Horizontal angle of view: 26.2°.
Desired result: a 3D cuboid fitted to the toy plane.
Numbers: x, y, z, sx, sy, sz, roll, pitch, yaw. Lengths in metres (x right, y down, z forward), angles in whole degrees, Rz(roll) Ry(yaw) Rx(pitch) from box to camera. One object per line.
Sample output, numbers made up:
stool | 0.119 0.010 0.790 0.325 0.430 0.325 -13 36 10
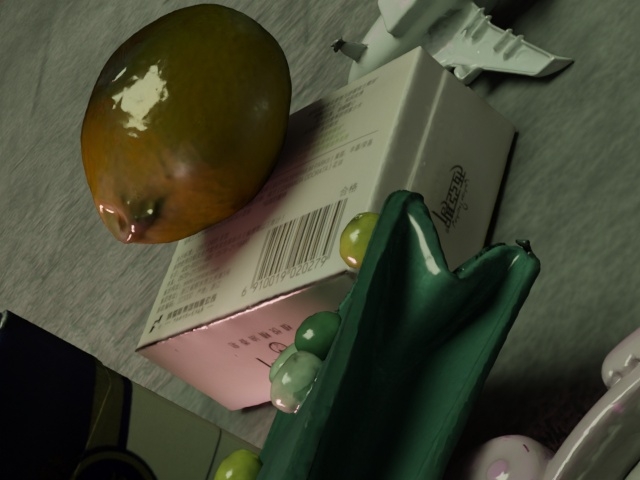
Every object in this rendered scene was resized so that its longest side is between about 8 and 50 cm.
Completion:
toy plane | 0.101 -0.195 1.072 0.255 0.101 0.251 -40 42 27

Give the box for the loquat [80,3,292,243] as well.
loquat | -0.098 -0.080 0.983 0.152 0.152 0.195 -13 36 53

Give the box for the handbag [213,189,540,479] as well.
handbag | -0.009 0.123 0.745 0.274 0.100 0.269 -59 2 -31

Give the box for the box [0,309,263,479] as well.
box | -0.128 0.175 0.851 0.071 0.259 0.168 -23 42 51

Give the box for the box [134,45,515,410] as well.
box | 0.000 0.000 1.006 0.260 0.111 0.194 -24 39 50

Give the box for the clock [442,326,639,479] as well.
clock | 0.191 0.139 0.541 0.322 0.113 0.295 -44 29 18
